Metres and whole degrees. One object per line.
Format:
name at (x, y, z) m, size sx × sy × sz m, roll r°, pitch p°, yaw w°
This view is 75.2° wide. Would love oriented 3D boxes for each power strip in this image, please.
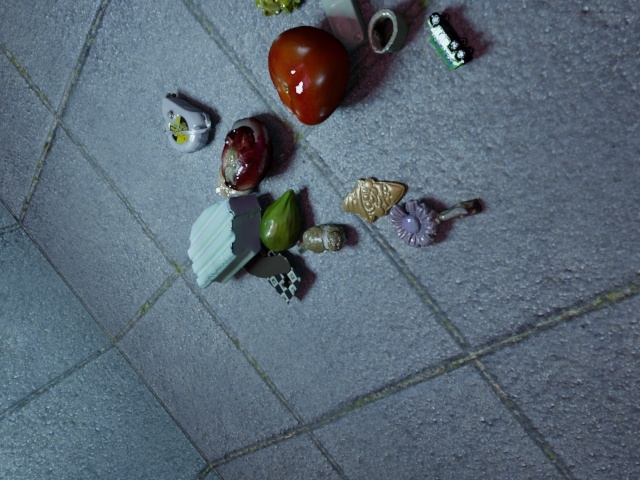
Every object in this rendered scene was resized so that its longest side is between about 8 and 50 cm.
power strip at (0.036, -0.768, 1.240) m, size 0.091 × 0.062 × 0.386 m, roll -15°, pitch 103°, yaw 34°

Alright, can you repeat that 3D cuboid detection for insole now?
insole at (-0.233, 0.109, 1.767) m, size 0.327 × 0.007 × 0.111 m, roll -8°, pitch 108°, yaw 47°

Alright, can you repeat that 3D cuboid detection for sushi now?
sushi at (-0.178, 0.111, 1.755) m, size 0.279 × 0.043 × 0.193 m, roll 45°, pitch 134°, yaw 23°

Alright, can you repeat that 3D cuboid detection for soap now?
soap at (-0.395, -0.007, 1.709) m, size 0.446 × 0.156 × 0.262 m, roll -40°, pitch 66°, yaw 45°

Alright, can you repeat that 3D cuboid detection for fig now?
fig at (-0.154, -0.077, 1.598) m, size 0.166 × 0.167 × 0.234 m, roll 2°, pitch 95°, yaw 29°

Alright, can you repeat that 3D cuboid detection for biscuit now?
biscuit at (0.182, -0.147, 1.452) m, size 0.250 × 0.035 × 0.163 m, roll -19°, pitch 105°, yaw 33°

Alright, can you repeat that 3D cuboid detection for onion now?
onion at (-0.255, -0.313, 1.555) m, size 0.271 × 0.195 × 0.273 m, roll -16°, pitch 68°, yaw 46°

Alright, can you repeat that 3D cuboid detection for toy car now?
toy car at (0.353, -0.553, 1.151) m, size 0.165 × 0.071 × 0.062 m, roll 54°, pitch 140°, yaw -1°

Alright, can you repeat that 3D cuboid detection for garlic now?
garlic at (-0.350, -0.232, 1.685) m, size 0.174 × 0.099 × 0.124 m, roll 25°, pitch 102°, yaw 13°

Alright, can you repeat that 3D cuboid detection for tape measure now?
tape measure at (-0.540, -0.453, 1.670) m, size 0.236 × 0.120 × 0.197 m, roll 32°, pitch 117°, yaw 20°

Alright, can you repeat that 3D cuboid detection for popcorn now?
popcorn at (-0.128, -0.791, 1.289) m, size 0.173 × 0.142 × 0.174 m, roll -3°, pitch 84°, yaw 32°

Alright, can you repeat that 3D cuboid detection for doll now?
doll at (-0.002, -0.006, 1.574) m, size 0.221 × 0.105 × 0.115 m, roll -8°, pitch 149°, yaw 39°

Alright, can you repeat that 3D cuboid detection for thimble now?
thimble at (0.194, -0.605, 1.204) m, size 0.102 × 0.090 × 0.115 m, roll 3°, pitch 111°, yaw 28°

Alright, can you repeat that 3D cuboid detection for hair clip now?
hair clip at (0.365, -0.070, 1.355) m, size 0.300 × 0.069 × 0.173 m, roll -17°, pitch 102°, yaw 34°

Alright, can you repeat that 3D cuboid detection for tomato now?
tomato at (-0.026, -0.512, 1.271) m, size 0.226 × 0.298 × 0.299 m, roll -31°, pitch 95°, yaw -5°

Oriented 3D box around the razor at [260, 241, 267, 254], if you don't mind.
razor at (-0.296, 0.001, 1.771) m, size 0.190 × 0.033 × 0.066 m, roll 25°, pitch 160°, yaw 35°
